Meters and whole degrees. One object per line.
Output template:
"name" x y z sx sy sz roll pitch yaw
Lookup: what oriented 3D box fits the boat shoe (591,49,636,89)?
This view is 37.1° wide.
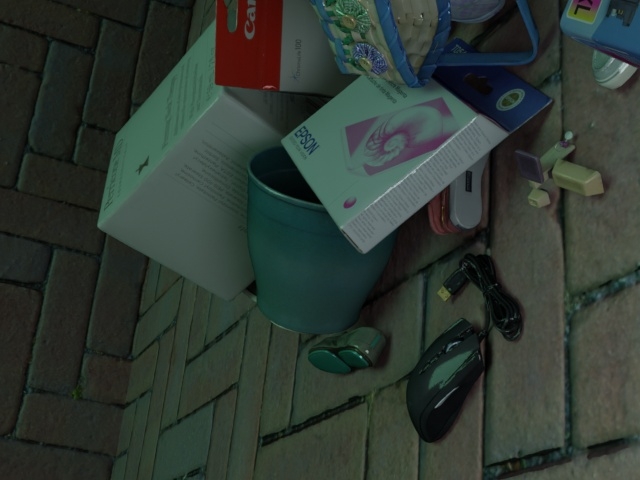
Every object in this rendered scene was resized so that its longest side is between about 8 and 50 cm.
"boat shoe" 0.352 -0.294 1.107 0.079 0.081 0.228 -145 72 -68

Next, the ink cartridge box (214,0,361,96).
"ink cartridge box" -0.031 -0.417 1.709 0.091 0.385 0.308 8 98 34

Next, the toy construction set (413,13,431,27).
"toy construction set" 0.109 -0.468 1.583 0.237 0.308 0.257 -129 49 -59

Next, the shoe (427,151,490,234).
"shoe" 0.197 -0.096 1.391 0.081 0.063 0.178 -20 60 62

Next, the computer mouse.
"computer mouse" 0.168 0.138 1.308 0.262 0.060 0.184 -61 25 31

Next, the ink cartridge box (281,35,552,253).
"ink cartridge box" 0.120 -0.171 1.387 0.330 0.071 0.324 -40 31 4

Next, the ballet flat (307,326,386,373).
"ballet flat" 0.049 0.182 1.600 0.068 0.072 0.213 -53 13 -23

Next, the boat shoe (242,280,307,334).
"boat shoe" -0.084 0.096 1.925 0.305 0.109 0.091 35 108 62

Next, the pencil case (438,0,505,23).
"pencil case" 0.232 -0.475 1.485 0.113 0.124 0.273 146 136 -60

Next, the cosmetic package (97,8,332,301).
"cosmetic package" -0.182 -0.162 1.887 0.393 0.327 0.329 -42 31 27

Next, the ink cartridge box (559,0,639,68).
"ink cartridge box" 0.412 -0.258 0.843 0.270 0.151 0.395 -69 23 15

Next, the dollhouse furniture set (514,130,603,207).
"dollhouse furniture set" 0.314 -0.082 1.162 0.081 0.091 0.114 -39 39 -20

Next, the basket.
"basket" 0.139 -0.333 1.311 0.289 0.255 0.201 -3 48 28

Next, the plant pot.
"plant pot" -0.003 0.007 1.588 0.272 0.271 0.255 -117 33 -61
